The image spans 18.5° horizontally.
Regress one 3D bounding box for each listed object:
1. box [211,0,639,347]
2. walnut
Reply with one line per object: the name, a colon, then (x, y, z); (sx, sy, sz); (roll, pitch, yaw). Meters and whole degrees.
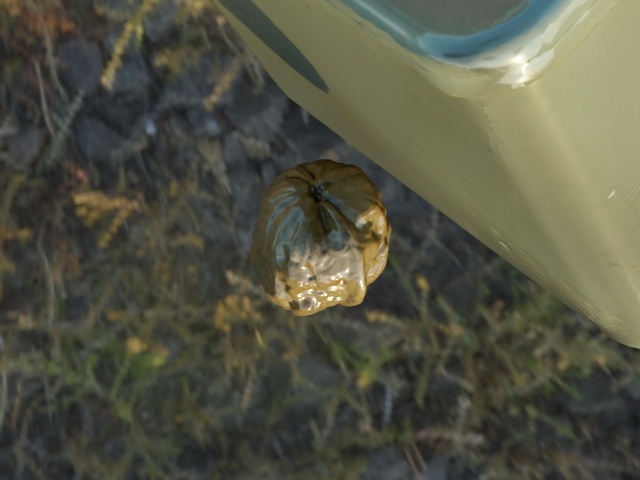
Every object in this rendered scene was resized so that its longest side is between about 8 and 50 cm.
box: (0.063, -0.142, 0.992); (0.177, 0.352, 0.344); (-49, 147, -5)
walnut: (0.000, 0.000, 1.079); (0.079, 0.082, 0.096); (-28, 151, -18)
